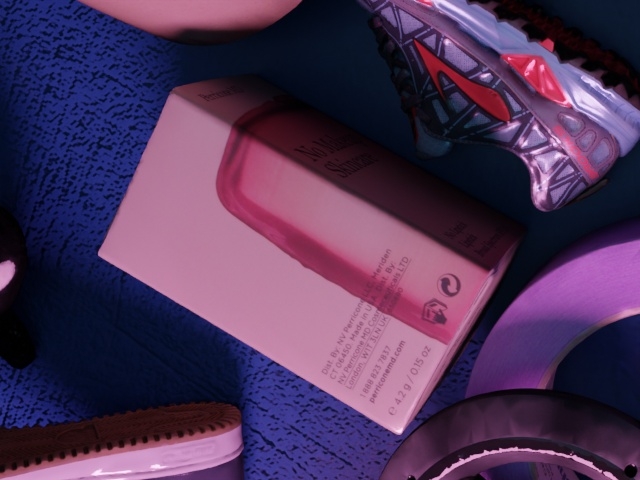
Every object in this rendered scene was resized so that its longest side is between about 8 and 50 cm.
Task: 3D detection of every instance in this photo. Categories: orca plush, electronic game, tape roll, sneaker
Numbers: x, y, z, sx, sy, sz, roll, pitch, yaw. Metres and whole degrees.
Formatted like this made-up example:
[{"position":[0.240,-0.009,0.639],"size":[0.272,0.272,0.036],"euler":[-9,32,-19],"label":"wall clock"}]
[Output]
[{"position":[-0.273,0.096,1.014],"size":[0.102,0.151,0.287],"euler":[20,106,-19],"label":"orca plush"},{"position":[0.139,0.201,0.830],"size":[0.229,0.048,0.229],"euler":[6,107,18],"label":"electronic game"},{"position":[0.234,0.123,0.858],"size":[0.275,0.090,0.274],"euler":[4,103,18],"label":"tape roll"},{"position":[-0.190,0.215,0.971],"size":[0.282,0.099,0.153],"euler":[-7,104,-8],"label":"sneaker"},{"position":[0.078,-0.112,0.854],"size":[0.262,0.104,0.125],"euler":[35,111,9],"label":"sneaker"}]

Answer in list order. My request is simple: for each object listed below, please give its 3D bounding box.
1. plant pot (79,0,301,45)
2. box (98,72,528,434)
[{"position":[-0.148,-0.259,0.766],"size":[0.256,0.274,0.256],"euler":[-1,88,37],"label":"plant pot"},{"position":[0.000,0.000,0.877],"size":[0.232,0.148,0.127],"euler":[30,108,10],"label":"box"}]
